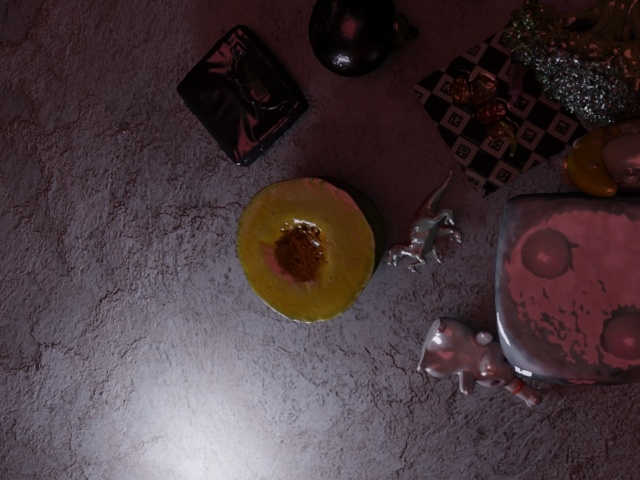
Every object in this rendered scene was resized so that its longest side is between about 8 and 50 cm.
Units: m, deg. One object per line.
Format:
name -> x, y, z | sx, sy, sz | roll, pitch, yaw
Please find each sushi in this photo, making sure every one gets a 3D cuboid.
sushi -> 0.372, -0.267, 1.730 | 0.264, 0.050, 0.290 | -32, 82, 2

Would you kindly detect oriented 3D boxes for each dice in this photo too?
dice -> 0.521, 0.082, 1.558 | 0.331, 0.328, 0.347 | 3, 98, 23

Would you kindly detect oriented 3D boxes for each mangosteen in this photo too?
mangosteen -> 0.083, -0.455, 1.754 | 0.216, 0.216, 0.216 | 3, 97, 22

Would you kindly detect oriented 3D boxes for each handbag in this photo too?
handbag -> -0.182, -0.339, 1.931 | 0.244, 0.088, 0.275 | -42, 77, 19

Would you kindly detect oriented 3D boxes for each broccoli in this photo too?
broccoli -> 0.610, -0.402, 1.555 | 0.397, 0.275, 0.353 | -38, 99, 2

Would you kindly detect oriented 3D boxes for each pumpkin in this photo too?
pumpkin -> 0.000, 0.000, 1.850 | 0.333, 0.199, 0.332 | 7, 106, 25

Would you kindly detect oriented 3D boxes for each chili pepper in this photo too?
chili pepper -> 0.389, -0.212, 1.688 | 0.030, 0.017, 0.083 | -15, 76, -17

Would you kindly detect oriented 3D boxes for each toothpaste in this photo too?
toothpaste -> 0.411, -0.368, 1.697 | 0.045, 0.028, 0.169 | 6, 83, 10

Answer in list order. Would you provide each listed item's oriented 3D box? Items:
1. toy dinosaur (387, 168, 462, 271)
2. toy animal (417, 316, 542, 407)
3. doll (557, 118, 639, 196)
toy dinosaur -> 0.234, -0.044, 1.808 | 0.167, 0.053, 0.242 | 13, 110, 28
toy animal -> 0.352, 0.259, 1.753 | 0.283, 0.138, 0.140 | 23, 100, 17
doll -> 0.554, -0.142, 1.460 | 0.252, 0.237, 0.111 | -1, 119, 28
